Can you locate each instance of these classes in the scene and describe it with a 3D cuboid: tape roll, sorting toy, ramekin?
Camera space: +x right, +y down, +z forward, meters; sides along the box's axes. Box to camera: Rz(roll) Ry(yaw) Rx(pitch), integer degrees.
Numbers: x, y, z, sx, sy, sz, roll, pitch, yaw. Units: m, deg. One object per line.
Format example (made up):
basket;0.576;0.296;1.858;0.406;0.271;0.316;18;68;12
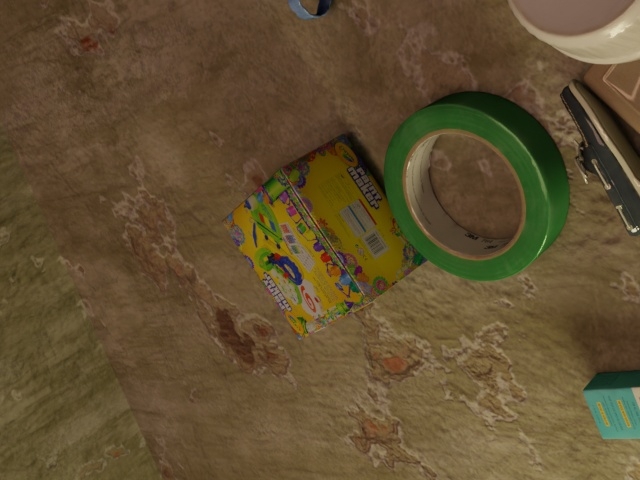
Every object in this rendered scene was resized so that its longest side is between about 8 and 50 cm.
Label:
tape roll;0.258;-0.089;1.492;0.321;0.077;0.321;24;129;33
sorting toy;0.482;-0.232;1.206;0.348;0.047;0.196;49;141;20
ramekin;0.359;-0.366;1.137;0.273;0.127;0.273;8;102;42

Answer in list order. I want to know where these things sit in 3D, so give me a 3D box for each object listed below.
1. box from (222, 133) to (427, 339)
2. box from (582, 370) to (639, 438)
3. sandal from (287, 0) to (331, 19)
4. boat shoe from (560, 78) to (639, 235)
box;0.000;0.000;1.698;0.290;0.177;0.279;57;144;0
box;0.562;0.266;1.431;0.244;0.060;0.100;-15;103;47
sandal;-0.076;-0.494;1.535;0.317;0.126;0.138;40;140;20
boat shoe;0.426;-0.121;1.305;0.079;0.095;0.254;-33;99;37
